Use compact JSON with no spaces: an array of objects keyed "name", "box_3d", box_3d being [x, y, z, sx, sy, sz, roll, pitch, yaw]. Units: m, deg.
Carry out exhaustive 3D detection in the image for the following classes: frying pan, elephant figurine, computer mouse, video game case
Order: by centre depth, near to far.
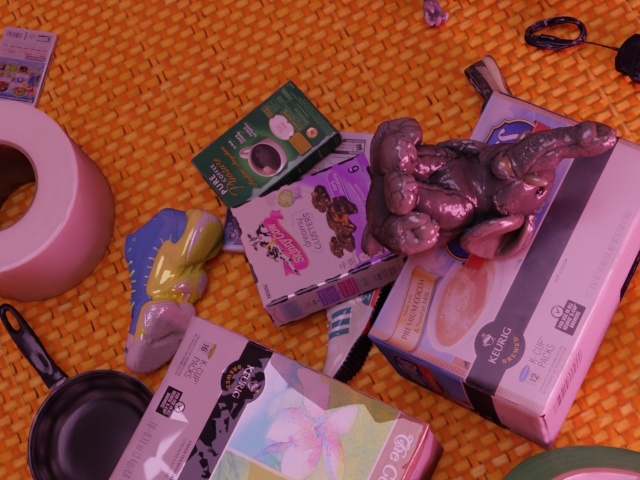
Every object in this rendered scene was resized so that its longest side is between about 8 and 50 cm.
[{"name":"elephant figurine","box_3d":[0.179,-0.053,1.340,0.239,0.186,0.169,-4,105,-11]},{"name":"frying pan","box_3d":[-0.348,0.243,1.644,0.326,0.053,0.197,27,80,19]},{"name":"computer mouse","box_3d":[0.395,-0.255,1.662,0.242,0.041,0.071,20,79,23]},{"name":"video game case","box_3d":[-0.028,-0.066,1.691,0.201,0.023,0.183,4,74,11]},{"name":"video game case","box_3d":[-0.453,-0.262,1.840,0.087,0.011,0.122,10,75,13]}]

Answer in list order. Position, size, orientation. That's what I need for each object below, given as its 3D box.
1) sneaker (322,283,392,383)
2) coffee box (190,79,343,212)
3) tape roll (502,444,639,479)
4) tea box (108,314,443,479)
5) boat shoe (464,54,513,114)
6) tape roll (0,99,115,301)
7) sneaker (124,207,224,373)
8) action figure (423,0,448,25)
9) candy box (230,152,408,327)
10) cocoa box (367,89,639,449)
[{"name":"sneaker","box_3d":[0.031,0.115,1.611,0.075,0.057,0.161,21,76,28]},{"name":"coffee box","box_3d":[-0.075,-0.123,1.682,0.184,0.040,0.113,-40,70,-4]},{"name":"tape roll","box_3d":[0.340,0.361,1.352,0.321,0.321,0.077,17,121,16]},{"name":"tea box","box_3d":[-0.066,0.317,1.475,0.323,0.220,0.329,23,78,16]},{"name":"boat shoe","box_3d":[0.242,-0.182,1.660,0.049,0.056,0.152,-25,61,8]},{"name":"tape roll","box_3d":[-0.424,-0.051,1.681,0.246,0.169,0.246,-2,75,8]},{"name":"sneaker","box_3d":[-0.225,0.060,1.670,0.126,0.091,0.240,20,78,35]},{"name":"action figure","box_3d":[0.172,-0.459,1.653,0.370,0.248,0.275,6,74,10]},{"name":"candy box","box_3d":[0.000,0.000,1.602,0.196,0.070,0.165,-22,60,2]},{"name":"cocoa box","box_3d":[0.247,0.039,1.492,0.228,0.231,0.347,24,79,19]}]
